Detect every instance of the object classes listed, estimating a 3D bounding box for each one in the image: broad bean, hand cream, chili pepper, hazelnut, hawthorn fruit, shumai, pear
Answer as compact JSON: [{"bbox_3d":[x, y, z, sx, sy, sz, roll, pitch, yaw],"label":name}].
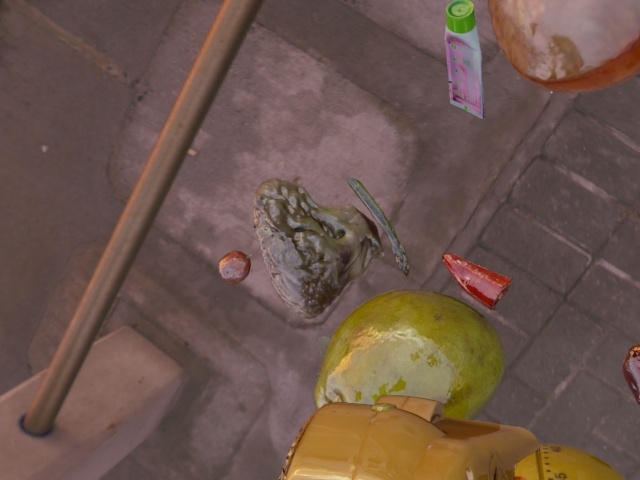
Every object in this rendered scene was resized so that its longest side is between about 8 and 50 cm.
[{"bbox_3d":[0.768,0.307,1.621,0.114,0.084,0.165,-12,113,24],"label":"broad bean"},{"bbox_3d":[0.275,-0.336,1.324,0.050,0.275,0.079,-25,57,1],"label":"hand cream"},{"bbox_3d":[0.348,0.080,1.598,0.169,0.065,0.088,36,75,23],"label":"chili pepper"},{"bbox_3d":[0.277,-0.259,0.742,0.176,0.214,0.214,-19,95,37],"label":"hazelnut"},{"bbox_3d":[-0.160,0.046,1.419,0.103,0.067,0.067,-30,91,0],"label":"hawthorn fruit"},{"bbox_3d":[0.003,-0.001,1.632,0.283,0.217,0.346,-14,75,-1],"label":"shumai"},{"bbox_3d":[0.181,0.263,1.437,0.352,0.413,0.352,23,120,49],"label":"pear"}]

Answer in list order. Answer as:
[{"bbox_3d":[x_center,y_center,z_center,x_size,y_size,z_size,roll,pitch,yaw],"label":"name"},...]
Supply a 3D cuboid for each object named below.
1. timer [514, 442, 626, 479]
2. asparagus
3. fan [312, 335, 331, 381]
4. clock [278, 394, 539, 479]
[{"bbox_3d":[0.377,0.545,1.244,0.387,0.376,0.376,-15,97,16],"label":"timer"},{"bbox_3d":[0.124,-0.031,1.398,0.034,0.027,0.236,-29,98,26],"label":"asparagus"},{"bbox_3d":[0.041,0.348,1.938,0.191,0.329,0.009,47,106,14],"label":"fan"},{"bbox_3d":[0.070,0.255,0.587,0.200,0.317,0.244,-1,76,21],"label":"clock"}]
